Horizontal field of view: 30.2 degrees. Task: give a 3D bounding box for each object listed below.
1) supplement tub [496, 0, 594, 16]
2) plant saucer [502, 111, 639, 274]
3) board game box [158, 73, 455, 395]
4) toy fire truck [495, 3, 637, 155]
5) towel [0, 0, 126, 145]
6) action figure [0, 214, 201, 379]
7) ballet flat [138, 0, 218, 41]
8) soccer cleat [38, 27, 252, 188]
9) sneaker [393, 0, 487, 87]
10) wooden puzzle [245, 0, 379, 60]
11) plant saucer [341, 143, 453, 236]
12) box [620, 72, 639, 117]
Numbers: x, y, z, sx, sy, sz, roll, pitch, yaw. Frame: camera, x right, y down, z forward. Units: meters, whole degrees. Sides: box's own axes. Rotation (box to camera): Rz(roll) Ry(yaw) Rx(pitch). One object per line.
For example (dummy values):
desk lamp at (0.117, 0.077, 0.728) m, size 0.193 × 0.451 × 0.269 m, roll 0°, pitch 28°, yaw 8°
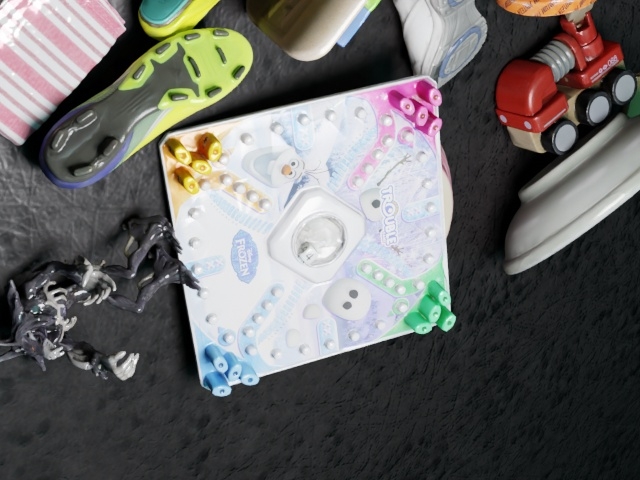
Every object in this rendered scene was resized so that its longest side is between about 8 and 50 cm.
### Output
supplement tub at (0.296, -0.473, 1.575) m, size 0.193 × 0.193 × 0.316 m, roll -30°, pitch 131°, yaw -25°
plant saucer at (0.432, -0.104, 1.915) m, size 0.400 × 0.100 × 0.400 m, roll -39°, pitch 180°, yaw 0°
board game box at (0.000, 0.000, 1.623) m, size 0.389 × 0.050 × 0.390 m, roll -15°, pitch 117°, yaw -16°
toy fire truck at (0.374, -0.282, 1.840) m, size 0.217 × 0.158 × 0.246 m, roll -38°, pitch 122°, yaw -18°
towel at (-0.324, -0.216, 1.331) m, size 0.197 × 0.029 × 0.144 m, roll -49°, pitch 137°, yaw -4°
action figure at (-0.282, 0.081, 1.463) m, size 0.275 × 0.141 × 0.164 m, roll -35°, pitch 135°, yaw -26°
ballet flat at (-0.125, -0.324, 1.419) m, size 0.231 × 0.077 × 0.077 m, roll -47°, pitch 157°, yaw -6°
soccer cleat at (-0.211, -0.162, 1.412) m, size 0.289 × 0.121 × 0.093 m, roll -37°, pitch 98°, yaw -15°
sneaker at (0.154, -0.324, 1.637) m, size 0.111 × 0.129 × 0.297 m, roll -38°, pitch 152°, yaw -21°
wooden puzzle at (0.056, -0.345, 1.336) m, size 0.080 × 0.348 × 0.322 m, roll 35°, pitch 97°, yaw -21°
plant saucer at (0.080, -0.024, 1.763) m, size 0.332 × 0.084 × 0.332 m, roll -22°, pitch 128°, yaw -31°
box at (0.597, -0.213, 2.158) m, size 0.164 × 0.021 × 0.201 m, roll -13°, pitch 122°, yaw -36°
